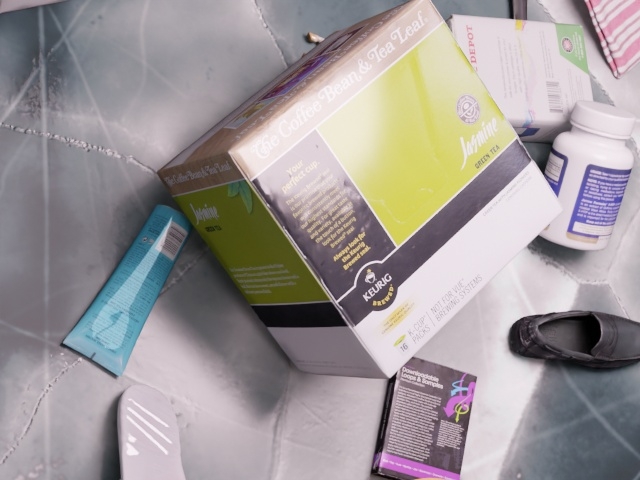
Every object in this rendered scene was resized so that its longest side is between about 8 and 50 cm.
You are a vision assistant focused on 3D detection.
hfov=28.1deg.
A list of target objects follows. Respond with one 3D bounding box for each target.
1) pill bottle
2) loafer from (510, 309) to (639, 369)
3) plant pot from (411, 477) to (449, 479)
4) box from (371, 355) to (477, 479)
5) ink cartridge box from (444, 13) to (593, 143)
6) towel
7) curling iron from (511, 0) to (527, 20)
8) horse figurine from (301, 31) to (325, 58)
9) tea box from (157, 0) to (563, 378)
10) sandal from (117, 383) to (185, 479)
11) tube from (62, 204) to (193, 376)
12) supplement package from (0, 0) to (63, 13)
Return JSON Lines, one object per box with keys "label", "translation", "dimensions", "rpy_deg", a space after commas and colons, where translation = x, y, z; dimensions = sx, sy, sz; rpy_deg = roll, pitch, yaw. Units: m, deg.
{"label": "pill bottle", "translation": [0.363, -0.090, 1.739], "dimensions": [0.112, 0.112, 0.186], "rpy_deg": [7, 109, -20]}
{"label": "loafer", "translation": [0.369, 0.134, 1.744], "dimensions": [0.223, 0.078, 0.076], "rpy_deg": [5, 75, -21]}
{"label": "plant pot", "translation": [0.094, 0.390, 1.505], "dimensions": [0.205, 0.188, 0.205], "rpy_deg": [6, 74, -21]}
{"label": "box", "translation": [0.135, 0.237, 1.651], "dimensions": [0.116, 0.029, 0.162], "rpy_deg": [19, 71, -17]}
{"label": "ink cartridge box", "translation": [0.265, -0.224, 1.792], "dimensions": [0.213, 0.093, 0.154], "rpy_deg": [1, 75, -24]}
{"label": "towel", "translation": [0.457, -0.357, 1.899], "dimensions": [0.144, 0.029, 0.197], "rpy_deg": [-40, 118, -24]}
{"label": "curling iron", "translation": [0.305, -0.431, 1.889], "dimensions": [0.068, 0.035, 0.274], "rpy_deg": [7, 71, 5]}
{"label": "horse figurine", "translation": [0.040, -0.169, 1.703], "dimensions": [0.175, 0.066, 0.263], "rpy_deg": [21, 68, -10]}
{"label": "tea box", "translation": [0.049, -0.059, 1.530], "dimensions": [0.329, 0.220, 0.323], "rpy_deg": [-41, 106, -25]}
{"label": "sandal", "translation": [-0.204, 0.298, 1.481], "dimensions": [0.102, 0.076, 0.265], "rpy_deg": [17, 49, -32]}
{"label": "tube", "translation": [-0.225, 0.055, 1.548], "dimensions": [0.080, 0.052, 0.207], "rpy_deg": [30, 72, -7]}
{"label": "supplement package", "translation": [-0.326, -0.363, 1.585], "dimensions": [0.179, 0.105, 0.105], "rpy_deg": [-17, 83, -24]}
